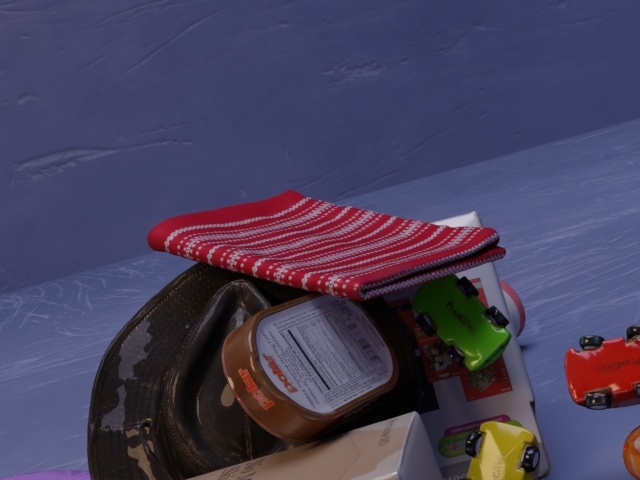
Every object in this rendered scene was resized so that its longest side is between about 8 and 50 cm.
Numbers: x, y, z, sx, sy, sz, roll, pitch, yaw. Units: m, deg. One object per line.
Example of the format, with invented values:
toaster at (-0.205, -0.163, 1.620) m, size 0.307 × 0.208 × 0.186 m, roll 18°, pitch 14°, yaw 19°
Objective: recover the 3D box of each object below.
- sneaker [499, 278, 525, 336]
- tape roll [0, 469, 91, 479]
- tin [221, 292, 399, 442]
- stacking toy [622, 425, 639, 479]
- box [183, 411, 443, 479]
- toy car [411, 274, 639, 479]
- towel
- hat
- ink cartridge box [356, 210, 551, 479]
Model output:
sneaker at (0.079, 0.107, 1.665) m, size 0.314 × 0.116 × 0.136 m, roll -9°, pitch 13°, yaw 26°
tape roll at (-0.308, 0.301, 1.245) m, size 0.274 × 0.090 × 0.275 m, roll -14°, pitch 11°, yaw 3°
tin at (-0.004, 0.095, 1.106) m, size 0.040 × 0.106 × 0.189 m, roll -46°, pitch -15°, yaw 29°
stacking toy at (0.324, 0.158, 1.065) m, size 0.165 × 0.175 × 0.302 m, roll 12°, pitch -16°, yaw -18°
box at (-0.058, 0.243, 1.037) m, size 0.311 × 0.121 × 0.148 m, roll -19°, pitch 8°, yaw 11°
toy car at (0.167, 0.114, 1.209) m, size 0.239 × 0.225 × 0.053 m, roll -43°, pitch -32°, yaw 3°
towel at (0.000, 0.000, 1.245) m, size 0.199 × 0.031 × 0.275 m, roll -15°, pitch 19°, yaw -43°
hat at (-0.065, 0.128, 1.190) m, size 0.331 × 0.331 × 0.134 m, roll -14°, pitch -30°, yaw -1°
ink cartridge box at (0.037, 0.151, 1.321) m, size 0.309 × 0.272 × 0.130 m, roll -14°, pitch -27°, yaw 1°
